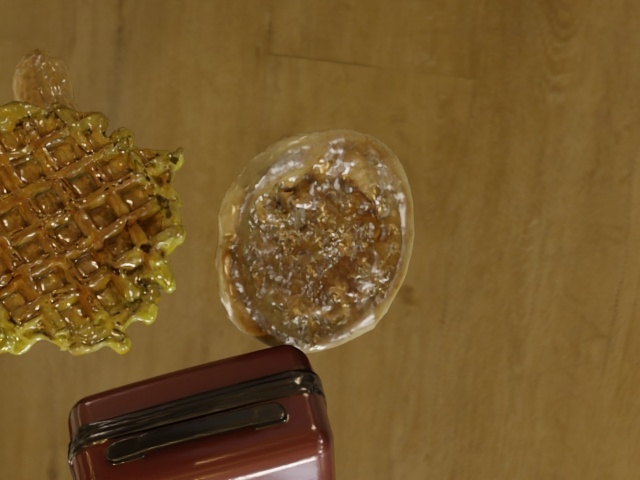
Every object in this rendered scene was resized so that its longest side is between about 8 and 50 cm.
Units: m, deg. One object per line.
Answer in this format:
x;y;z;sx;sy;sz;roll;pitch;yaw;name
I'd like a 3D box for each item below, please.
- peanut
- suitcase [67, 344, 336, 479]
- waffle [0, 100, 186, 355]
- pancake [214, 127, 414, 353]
-0.356;-0.156;1.544;0.099;0.099;0.214;-28;67;27;peanut
-0.130;0.258;1.332;0.236;0.297;0.161;87;167;-47;suitcase
-0.245;-0.014;1.049;0.245;0.052;0.254;10;63;-6;waffle
-0.001;0.000;1.373;0.049;0.282;0.283;-156;68;-62;pancake
